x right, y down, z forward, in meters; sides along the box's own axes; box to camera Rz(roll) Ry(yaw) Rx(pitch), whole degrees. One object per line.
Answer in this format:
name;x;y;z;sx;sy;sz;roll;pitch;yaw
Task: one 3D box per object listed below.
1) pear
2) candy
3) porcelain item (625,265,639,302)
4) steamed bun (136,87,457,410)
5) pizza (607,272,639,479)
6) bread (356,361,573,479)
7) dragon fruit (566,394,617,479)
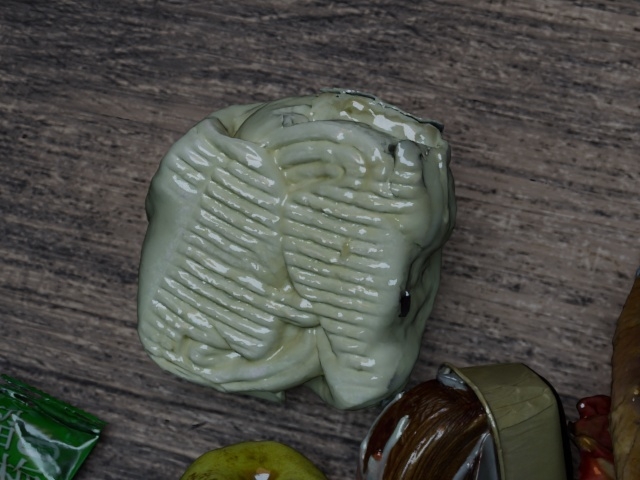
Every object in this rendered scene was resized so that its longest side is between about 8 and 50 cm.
pear;-0.071;0.312;1.309;0.197;0.197;0.197;-2;77;9
candy;-0.341;0.264;1.420;0.141;0.078;0.203;24;70;3
porcelain item;0.357;0.037;1.381;0.036;0.028;0.083;26;81;-3
steamed bun;0.000;0.000;1.347;0.394;0.237;0.346;-32;94;26
pizza;0.407;0.149;1.239;0.080;0.435;0.391;-44;46;39
bread;0.145;0.237;1.269;0.212;0.142;0.224;-21;117;-17
dragon fruit;0.344;0.301;1.181;0.228;0.286;0.329;0;80;14
